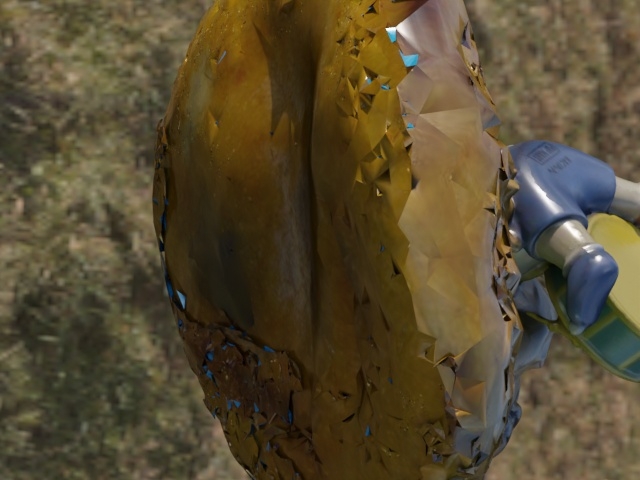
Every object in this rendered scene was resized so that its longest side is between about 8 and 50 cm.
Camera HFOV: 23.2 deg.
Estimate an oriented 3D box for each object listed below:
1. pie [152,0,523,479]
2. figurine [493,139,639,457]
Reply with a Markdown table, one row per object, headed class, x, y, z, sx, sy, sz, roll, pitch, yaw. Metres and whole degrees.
| class | x | y | z | sx | sy | sz | roll | pitch | yaw |
| --- | --- | --- | --- | --- | --- | --- | --- | --- | --- |
| pie | 0.001 | 0.000 | 0.603 | 0.069 | 0.273 | 0.274 | -1 | 93 | -23 |
| figurine | 0.091 | 0.062 | 0.948 | 0.158 | 0.275 | 0.161 | 53 | 37 | 4 |
